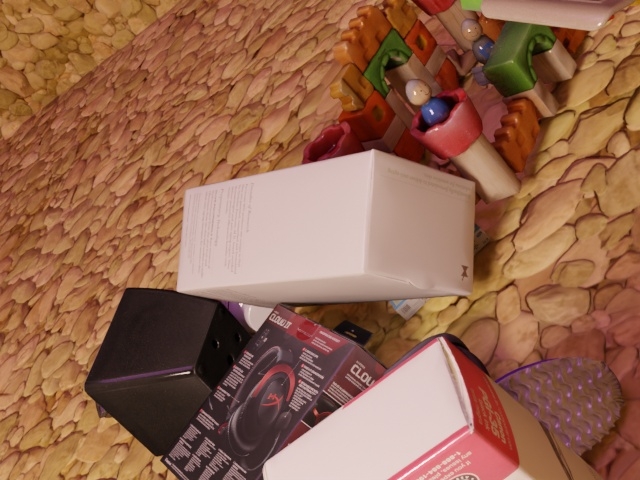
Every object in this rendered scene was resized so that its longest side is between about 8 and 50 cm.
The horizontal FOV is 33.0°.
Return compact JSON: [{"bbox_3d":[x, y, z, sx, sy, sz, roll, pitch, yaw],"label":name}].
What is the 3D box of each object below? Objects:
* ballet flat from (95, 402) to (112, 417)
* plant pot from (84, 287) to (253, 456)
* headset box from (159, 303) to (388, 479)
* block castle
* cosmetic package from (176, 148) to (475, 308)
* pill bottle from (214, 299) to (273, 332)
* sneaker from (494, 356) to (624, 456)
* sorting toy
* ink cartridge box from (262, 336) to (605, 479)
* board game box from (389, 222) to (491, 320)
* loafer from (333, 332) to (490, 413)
[{"bbox_3d":[-0.312,0.241,1.703,0.250,0.058,0.084,140,121,-66],"label":"ballet flat"},{"bbox_3d":[-0.195,0.184,1.568,0.167,0.188,0.187,-10,44,30],"label":"plant pot"},{"bbox_3d":[-0.041,0.221,1.366,0.293,0.110,0.218,-54,29,-10],"label":"headset box"},{"bbox_3d":[0.179,-0.254,1.519,0.303,0.213,0.453,-10,42,48],"label":"block castle"},{"bbox_3d":[0.000,0.000,1.398,0.366,0.197,0.155,-9,73,45],"label":"cosmetic package"},{"bbox_3d":[-0.111,0.091,1.646,0.086,0.086,0.152,-52,30,-8],"label":"pill bottle"},{"bbox_3d":[0.161,0.198,1.114,0.293,0.102,0.146,-27,2,-2],"label":"sneaker"},{"bbox_3d":[0.321,-0.297,1.298,0.196,0.047,0.348,-36,36,-29],"label":"sorting toy"},{"bbox_3d":[0.122,0.244,0.942,0.207,0.283,0.117,-39,32,16],"label":"ink cartridge box"},{"bbox_3d":[0.145,0.024,1.445,0.154,0.026,0.103,-44,29,6],"label":"board game box"},{"bbox_3d":[0.068,0.233,1.218,0.302,0.109,0.095,-45,33,-2],"label":"loafer"}]
